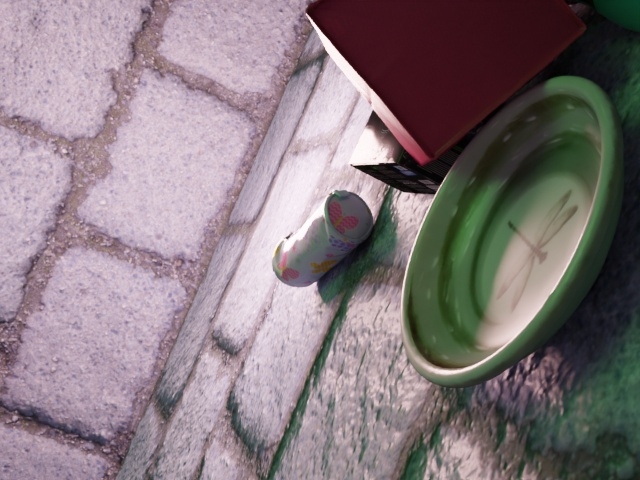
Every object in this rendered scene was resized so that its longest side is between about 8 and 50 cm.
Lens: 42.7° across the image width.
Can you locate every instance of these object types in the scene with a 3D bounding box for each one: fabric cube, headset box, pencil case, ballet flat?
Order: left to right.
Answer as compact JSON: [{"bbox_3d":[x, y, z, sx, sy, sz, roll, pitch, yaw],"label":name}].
[{"bbox_3d":[0.000,0.000,1.696,0.273,0.114,0.124,-40,52,53],"label":"pencil case"},{"bbox_3d":[0.196,-0.231,1.401,0.283,0.131,0.246,-65,17,-2],"label":"headset box"},{"bbox_3d":[0.161,-0.278,1.123,0.254,0.259,0.258,-39,-1,7],"label":"fabric cube"},{"bbox_3d":[0.363,-0.337,1.042,0.087,0.083,0.247,-37,47,-19],"label":"ballet flat"}]

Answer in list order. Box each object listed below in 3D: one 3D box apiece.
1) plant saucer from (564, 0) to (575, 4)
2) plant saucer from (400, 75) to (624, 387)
[{"bbox_3d":[0.397,-0.485,1.230,0.332,0.084,0.332,-56,18,29],"label":"plant saucer"},{"bbox_3d":[0.243,0.000,0.993,0.400,0.101,0.400,-54,21,31],"label":"plant saucer"}]
